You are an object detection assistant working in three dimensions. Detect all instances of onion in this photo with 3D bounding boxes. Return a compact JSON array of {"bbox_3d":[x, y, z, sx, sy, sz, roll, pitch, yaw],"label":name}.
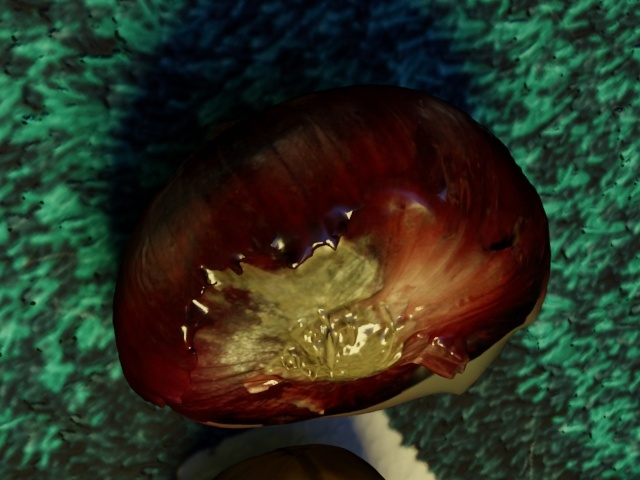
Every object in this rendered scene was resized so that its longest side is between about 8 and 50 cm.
[{"bbox_3d":[0.000,0.000,0.891,0.272,0.195,0.272,-15,152,-9],"label":"onion"}]

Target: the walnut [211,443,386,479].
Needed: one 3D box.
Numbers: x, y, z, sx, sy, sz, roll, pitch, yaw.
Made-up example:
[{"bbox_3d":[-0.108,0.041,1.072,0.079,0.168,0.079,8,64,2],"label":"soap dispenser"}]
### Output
[{"bbox_3d":[-0.013,0.231,0.960,0.167,0.167,0.207,-11,109,-23],"label":"walnut"}]
